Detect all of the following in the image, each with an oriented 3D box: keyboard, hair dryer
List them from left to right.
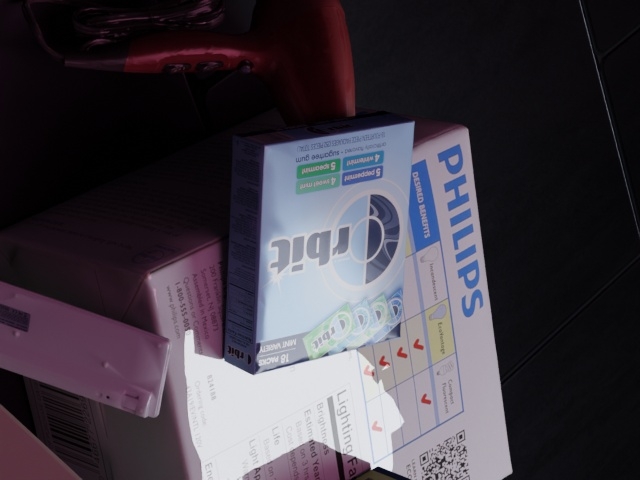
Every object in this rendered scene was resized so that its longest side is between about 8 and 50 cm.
[{"bbox_3d":[-0.238,0.067,1.506,0.014,0.256,0.072,-50,156,-66],"label":"keyboard"},{"bbox_3d":[-0.079,-0.152,1.610,0.223,0.293,0.080,-46,164,-26],"label":"hair dryer"}]

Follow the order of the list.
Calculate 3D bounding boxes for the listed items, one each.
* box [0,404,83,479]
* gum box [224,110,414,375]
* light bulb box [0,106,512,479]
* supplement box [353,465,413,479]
[{"bbox_3d":[-0.259,0.193,1.488,0.094,0.275,0.113,-42,164,-29],"label":"box"},{"bbox_3d":[0.000,0.000,1.525,0.157,0.041,0.184,-11,113,-40],"label":"gum box"},{"bbox_3d":[-0.048,0.103,1.699,0.361,0.225,0.358,-26,117,-37],"label":"light bulb box"},{"bbox_3d":[0.050,0.238,1.611,0.083,0.083,0.056,-25,119,-38],"label":"supplement box"}]
